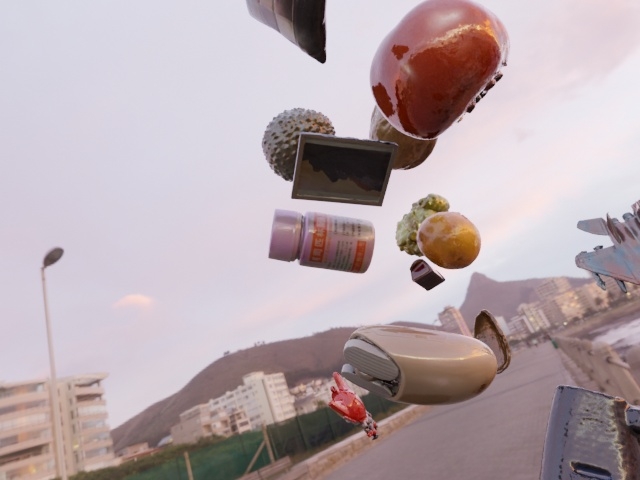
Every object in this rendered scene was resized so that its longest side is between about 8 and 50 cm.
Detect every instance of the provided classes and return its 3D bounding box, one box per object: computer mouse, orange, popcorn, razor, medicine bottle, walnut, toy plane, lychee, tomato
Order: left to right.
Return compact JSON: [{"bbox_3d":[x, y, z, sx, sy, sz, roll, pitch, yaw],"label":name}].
[{"bbox_3d":[-0.071,-0.328,1.409,0.274,0.255,0.255,-15,-17,28],"label":"lychee"},{"bbox_3d":[0.000,0.000,1.582,0.388,0.219,0.219,9,-29,-7],"label":"medicine bottle"},{"bbox_3d":[0.303,-0.398,1.492,0.251,0.277,0.313,15,-45,-5],"label":"walnut"},{"bbox_3d":[0.151,0.200,0.640,0.236,0.082,0.145,7,-44,3],"label":"computer mouse"},{"bbox_3d":[0.439,-0.065,1.814,0.173,0.286,0.225,25,-8,-21],"label":"popcorn"},{"bbox_3d":[0.284,-0.424,0.992,0.341,0.273,0.341,-48,-2,-3],"label":"tomato"},{"bbox_3d":[0.449,-0.001,1.432,0.193,0.219,0.219,-46,-27,6],"label":"orange"},{"bbox_3d":[0.568,0.481,0.853,0.189,0.327,0.107,7,-27,28],"label":"razor"},{"bbox_3d":[0.625,0.069,0.752,0.222,0.327,0.104,-27,-28,24],"label":"toy plane"}]

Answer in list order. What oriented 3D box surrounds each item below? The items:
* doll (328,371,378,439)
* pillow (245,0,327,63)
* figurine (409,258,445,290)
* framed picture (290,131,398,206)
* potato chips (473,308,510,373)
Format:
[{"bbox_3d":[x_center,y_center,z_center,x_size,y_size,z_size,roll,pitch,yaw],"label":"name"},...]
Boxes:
[{"bbox_3d":[0.082,0.406,0.984,0.057,0.169,0.109,-43,10,22],"label":"doll"},{"bbox_3d":[-0.073,-0.508,0.860,0.106,0.250,0.186,-42,-20,-20],"label":"pillow"},{"bbox_3d":[0.372,0.106,1.472,0.082,0.098,0.154,-34,-44,24],"label":"figurine"},{"bbox_3d":[0.061,-0.186,1.102,0.265,0.018,0.192,4,-56,-10],"label":"framed picture"},{"bbox_3d":[0.565,0.332,1.342,0.049,0.202,0.150,0,-38,-11],"label":"potato chips"}]
